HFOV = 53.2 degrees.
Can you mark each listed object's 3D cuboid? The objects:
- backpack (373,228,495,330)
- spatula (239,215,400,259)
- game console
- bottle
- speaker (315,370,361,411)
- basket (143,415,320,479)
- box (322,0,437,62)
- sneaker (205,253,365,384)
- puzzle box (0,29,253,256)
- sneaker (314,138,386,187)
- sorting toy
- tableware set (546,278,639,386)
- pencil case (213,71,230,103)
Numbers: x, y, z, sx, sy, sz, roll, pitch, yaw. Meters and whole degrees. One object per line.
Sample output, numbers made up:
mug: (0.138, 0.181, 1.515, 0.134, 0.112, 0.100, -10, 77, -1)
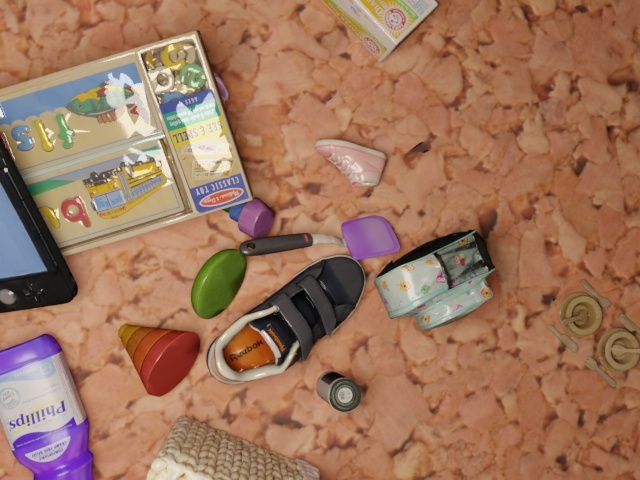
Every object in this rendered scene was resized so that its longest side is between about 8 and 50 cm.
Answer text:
backpack: (0.192, 0.076, 1.100, 0.188, 0.166, 0.145, -16, 81, -8)
spatula: (0.000, 0.000, 1.095, 0.296, 0.030, 0.084, -4, 60, -30)
game console: (-0.536, 0.021, 0.898, 0.250, 0.173, 0.293, -9, 119, 15)
bottle: (-0.431, 0.296, 1.009, 0.118, 0.092, 0.283, -20, 92, -12)
speaker: (0.028, 0.253, 1.077, 0.055, 0.136, 0.055, 1, 84, -9)
basket: (-0.172, 0.467, 0.941, 0.266, 0.331, 0.328, 28, 83, -3)
box: (0.088, -0.437, 1.131, 0.203, 0.103, 0.114, 45, 81, -6)
sneaker: (-0.045, 0.137, 1.075, 0.321, 0.127, 0.126, -37, 93, -11)
puzzle box: (-0.338, -0.133, 0.991, 0.408, 0.052, 0.272, -17, 108, 0)
sneaker: (0.050, -0.134, 1.138, 0.134, 0.051, 0.070, 13, 80, -14)
sorting toy: (-0.221, 0.071, 1.072, 0.126, 0.127, 0.366, 27, 79, 21)
tableware set: (0.542, 0.179, 1.226, 0.194, 0.039, 0.128, 41, 81, -7)
pencil case: (-0.250, -0.213, 1.072, 0.206, 0.086, 0.088, -40, 62, -11)
